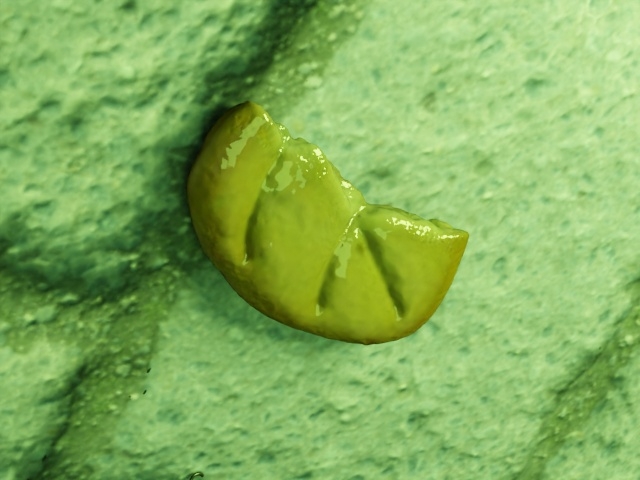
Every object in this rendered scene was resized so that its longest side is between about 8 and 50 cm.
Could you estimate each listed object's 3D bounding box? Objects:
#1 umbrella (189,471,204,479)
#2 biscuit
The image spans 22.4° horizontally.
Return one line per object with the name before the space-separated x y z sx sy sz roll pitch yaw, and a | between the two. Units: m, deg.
umbrella | -0.083 0.246 1.497 0.122 0.013 0.022 40 79 -39
biscuit | -0.004 0.002 1.336 0.299 0.045 0.154 29 109 -38
